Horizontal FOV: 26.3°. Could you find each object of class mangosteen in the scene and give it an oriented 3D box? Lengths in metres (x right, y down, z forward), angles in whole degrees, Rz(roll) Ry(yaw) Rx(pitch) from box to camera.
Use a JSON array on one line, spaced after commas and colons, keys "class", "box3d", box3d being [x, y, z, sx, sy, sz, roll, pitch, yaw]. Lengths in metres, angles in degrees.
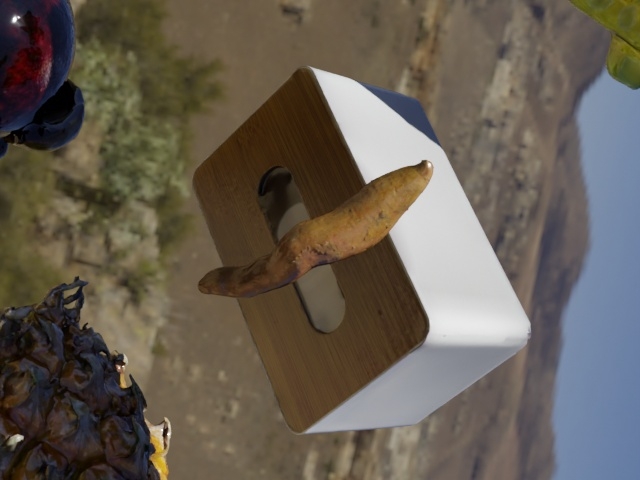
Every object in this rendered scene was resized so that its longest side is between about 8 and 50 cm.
[{"class": "mangosteen", "box3d": [-0.304, -0.167, 1.176, 0.210, 0.210, 0.209, 13, 90, -84]}]

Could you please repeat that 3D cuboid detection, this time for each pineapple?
[{"class": "pineapple", "box3d": [-0.297, 0.221, 1.234, 0.352, 0.300, 0.352, -32, 180, 0]}]

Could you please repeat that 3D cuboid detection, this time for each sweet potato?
[{"class": "sweet potato", "box3d": [-0.001, 0.000, 0.900, 0.044, 0.179, 0.044, 55, 13, -19]}]

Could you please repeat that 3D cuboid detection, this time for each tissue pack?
[{"class": "tissue pack", "box3d": [0.029, 0.010, 1.080, 0.136, 0.246, 0.159, 6, 141, -48]}]

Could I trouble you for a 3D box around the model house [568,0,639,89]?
[{"class": "model house", "box3d": [0.281, -0.274, 1.052, 0.303, 0.237, 0.215, -54, -163, 15]}]
